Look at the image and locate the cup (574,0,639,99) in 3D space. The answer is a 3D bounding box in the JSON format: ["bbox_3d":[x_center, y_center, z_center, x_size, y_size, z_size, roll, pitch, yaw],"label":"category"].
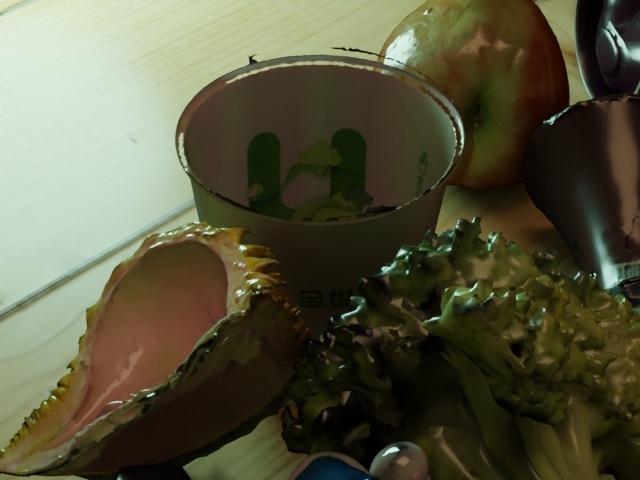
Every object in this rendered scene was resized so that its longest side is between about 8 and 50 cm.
[{"bbox_3d":[0.467,-0.259,1.636,0.273,0.288,0.208,-6,75,-10],"label":"cup"}]

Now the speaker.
[{"bbox_3d":[0.265,0.021,1.272,0.259,0.198,0.330,13,47,-6],"label":"speaker"}]

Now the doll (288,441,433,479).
[{"bbox_3d":[0.075,0.304,0.836,0.284,0.310,0.240,-46,9,-5],"label":"doll"}]

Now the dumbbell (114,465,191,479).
[{"bbox_3d":[-0.209,0.248,0.986,0.218,0.153,0.152,0,39,-2],"label":"dumbbell"}]

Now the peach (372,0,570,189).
[{"bbox_3d":[0.172,-0.185,1.490,0.232,0.232,0.257,1,30,-1],"label":"peach"}]

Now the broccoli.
[{"bbox_3d":[0.139,0.169,1.024,0.347,0.293,0.281,26,20,-33],"label":"broccoli"}]

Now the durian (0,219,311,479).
[{"bbox_3d":[-0.112,0.120,1.092,0.195,0.305,0.186,31,25,-40],"label":"durian"}]

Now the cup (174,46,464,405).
[{"bbox_3d":[0.000,0.000,1.208,0.253,0.274,0.253,0,40,0],"label":"cup"}]
